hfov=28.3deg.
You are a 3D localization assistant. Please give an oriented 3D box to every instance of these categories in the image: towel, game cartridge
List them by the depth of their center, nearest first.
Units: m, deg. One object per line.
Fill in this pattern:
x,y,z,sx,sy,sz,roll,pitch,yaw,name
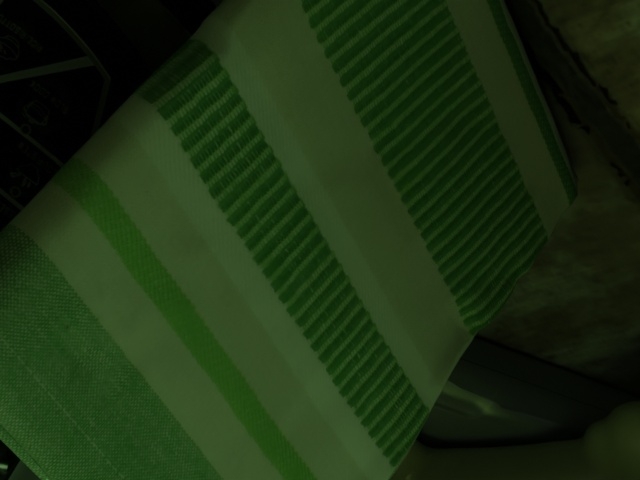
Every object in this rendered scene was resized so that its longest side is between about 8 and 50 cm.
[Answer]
0.000,0.000,0.561,0.038,0.325,0.248,11,143,41,towel
0.116,0.185,0.926,0.196,0.060,0.294,17,140,-3,game cartridge

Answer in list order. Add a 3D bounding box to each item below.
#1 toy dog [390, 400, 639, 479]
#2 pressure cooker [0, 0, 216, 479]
0.106,0.356,0.765,0.285,0.408,0.395,-1,136,22,toy dog
-0.244,0.055,0.605,0.370,0.420,0.375,7,141,30,pressure cooker
